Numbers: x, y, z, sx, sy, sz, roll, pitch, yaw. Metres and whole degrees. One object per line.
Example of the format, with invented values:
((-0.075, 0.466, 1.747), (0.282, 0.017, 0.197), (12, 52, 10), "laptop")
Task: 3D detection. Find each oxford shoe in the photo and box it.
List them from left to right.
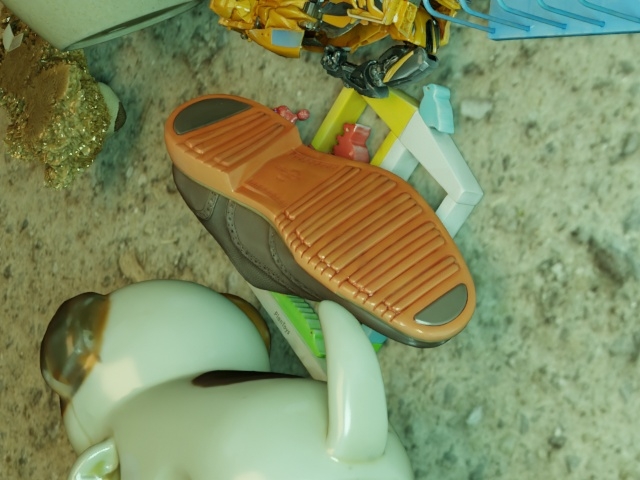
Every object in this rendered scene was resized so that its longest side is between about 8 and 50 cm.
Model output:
((0.000, 0.000, 1.309), (0.364, 0.130, 0.132), (39, 146, 35), "oxford shoe")

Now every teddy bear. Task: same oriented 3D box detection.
((-0.321, -0.196, 1.729), (0.338, 0.113, 0.245), (24, 96, 54), "teddy bear")

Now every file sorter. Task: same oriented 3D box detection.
((0.179, -0.232, 1.173), (0.170, 0.104, 0.118), (5, 89, 47), "file sorter")

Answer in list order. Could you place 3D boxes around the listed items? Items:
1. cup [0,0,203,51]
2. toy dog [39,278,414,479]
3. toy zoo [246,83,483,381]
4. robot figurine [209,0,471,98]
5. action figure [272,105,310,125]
((-0.241, -0.337, 1.525), (0.331, 0.331, 0.237), (-13, 98, 46), "cup")
((-0.108, 0.190, 1.285), (0.408, 0.285, 0.395), (43, 135, 50), "toy dog")
((0.040, -0.025, 1.352), (0.192, 0.030, 0.293), (52, 121, 38), "toy zoo")
((0.025, -0.245, 1.344), (0.291, 0.085, 0.211), (17, 87, 48), "robot figurine")
((-0.056, -0.111, 1.469), (0.115, 0.030, 0.038), (-20, 76, 39), "action figure")
